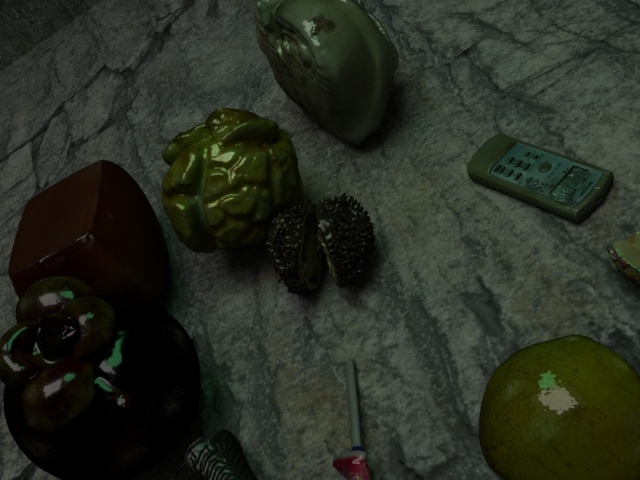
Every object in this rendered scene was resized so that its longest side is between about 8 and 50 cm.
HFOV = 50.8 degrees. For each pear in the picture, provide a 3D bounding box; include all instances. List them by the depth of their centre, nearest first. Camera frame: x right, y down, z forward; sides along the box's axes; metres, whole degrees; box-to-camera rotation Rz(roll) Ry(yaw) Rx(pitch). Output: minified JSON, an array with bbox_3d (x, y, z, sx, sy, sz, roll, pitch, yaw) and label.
[{"bbox_3d":[0.281,0.207,0.773,0.198,0.198,0.198,-17,47,19],"label":"pear"}]

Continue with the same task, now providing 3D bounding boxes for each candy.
[{"bbox_3d":[0.049,0.300,0.906,0.124,0.124,0.365,-22,37,14],"label":"candy"}]

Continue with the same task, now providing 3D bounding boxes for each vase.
[{"bbox_3d":[-0.093,0.374,0.920,0.115,0.115,0.237,-47,47,-12],"label":"vase"}]

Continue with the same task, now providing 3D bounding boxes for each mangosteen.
[{"bbox_3d":[-0.347,0.207,1.035,0.307,0.346,0.306,-14,47,15],"label":"mangosteen"}]

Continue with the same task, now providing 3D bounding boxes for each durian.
[{"bbox_3d":[0.000,0.000,1.150,0.196,0.166,0.196,-1,38,1],"label":"durian"}]

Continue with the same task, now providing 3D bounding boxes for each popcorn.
[{"bbox_3d":[-0.160,-0.102,1.254,0.282,0.282,0.246,-21,80,16],"label":"popcorn"}]

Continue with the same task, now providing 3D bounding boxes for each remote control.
[{"bbox_3d":[0.350,-0.107,1.099,0.098,0.038,0.234,-47,45,-11],"label":"remote control"}]

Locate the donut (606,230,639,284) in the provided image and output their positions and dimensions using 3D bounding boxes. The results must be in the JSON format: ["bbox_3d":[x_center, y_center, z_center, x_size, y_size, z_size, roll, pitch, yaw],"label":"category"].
[{"bbox_3d":[0.478,0.022,0.889,0.166,0.065,0.108,-22,45,13],"label":"donut"}]

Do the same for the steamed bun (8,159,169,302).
[{"bbox_3d":[-0.430,0.026,1.316,0.235,0.248,0.379,-29,34,4],"label":"steamed bun"}]

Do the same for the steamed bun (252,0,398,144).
[{"bbox_3d":[0.030,-0.375,1.328,0.219,0.324,0.310,-39,52,-9],"label":"steamed bun"}]
